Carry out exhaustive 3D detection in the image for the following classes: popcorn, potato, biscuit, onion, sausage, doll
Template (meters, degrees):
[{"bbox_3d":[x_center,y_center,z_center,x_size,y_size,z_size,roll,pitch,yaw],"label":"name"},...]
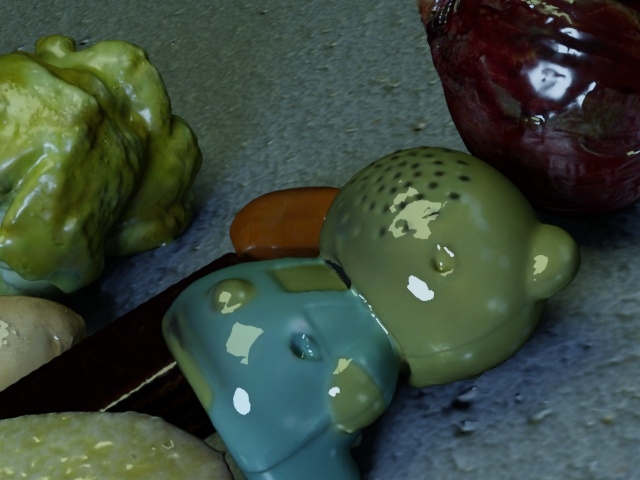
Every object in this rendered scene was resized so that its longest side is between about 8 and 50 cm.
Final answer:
[{"bbox_3d":[-0.239,-0.064,1.192,0.276,0.225,0.276,-28,9,5],"label":"popcorn"},{"bbox_3d":[-0.260,0.105,1.099,0.147,0.112,0.112,-32,32,6],"label":"potato"},{"bbox_3d":[-0.196,0.149,1.016,0.388,0.073,0.107,-33,32,-8],"label":"biscuit"},{"bbox_3d":[0.217,-0.150,1.003,0.281,0.221,0.281,-8,51,10],"label":"onion"},{"bbox_3d":[-0.185,0.233,0.851,0.299,0.116,0.239,-13,39,2],"label":"potato"},{"bbox_3d":[0.000,0.000,1.072,0.179,0.089,0.089,3,43,47],"label":"sausage"},{"bbox_3d":[0.033,0.045,0.910,0.261,0.161,0.177,-32,33,-6],"label":"doll"}]
